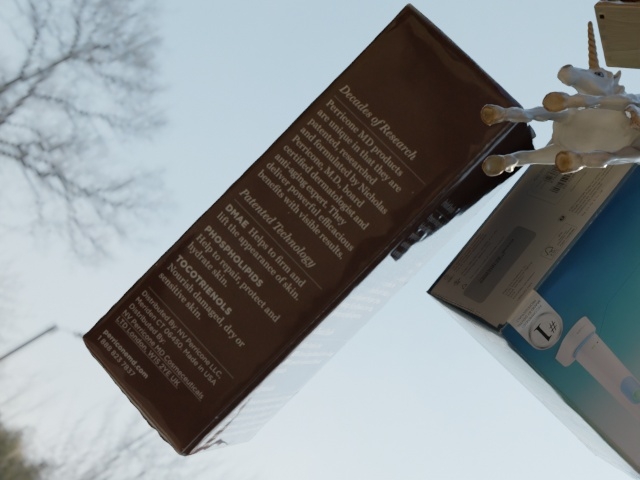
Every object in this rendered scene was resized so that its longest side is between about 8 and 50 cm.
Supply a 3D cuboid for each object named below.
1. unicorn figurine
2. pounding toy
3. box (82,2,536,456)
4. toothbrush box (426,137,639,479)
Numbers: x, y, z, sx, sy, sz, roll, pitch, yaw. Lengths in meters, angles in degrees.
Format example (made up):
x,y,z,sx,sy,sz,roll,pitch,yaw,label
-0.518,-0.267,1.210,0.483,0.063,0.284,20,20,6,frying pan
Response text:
x,y,z,sx,sy,sz,roll,pitch,yaw,label
0.138,-0.060,0.625,0.162,0.111,0.060,38,-49,55,unicorn figurine
0.353,-0.250,1.263,0.130,0.141,0.100,12,-47,41,pounding toy
0.000,0.000,1.052,0.143,0.381,0.191,48,5,13,box
0.278,0.065,1.140,0.295,0.216,0.126,42,-6,-29,toothbrush box
